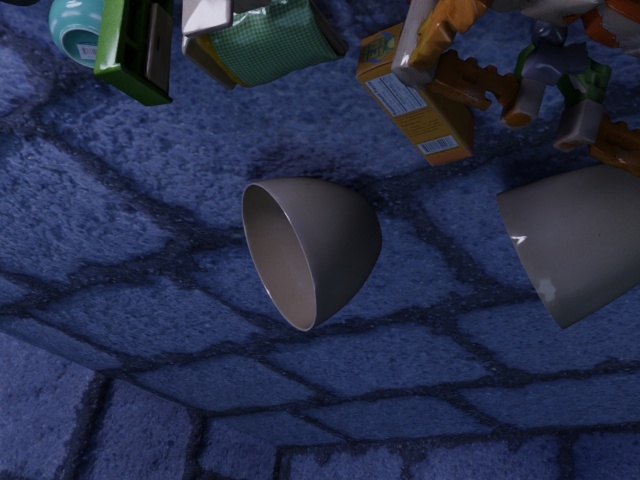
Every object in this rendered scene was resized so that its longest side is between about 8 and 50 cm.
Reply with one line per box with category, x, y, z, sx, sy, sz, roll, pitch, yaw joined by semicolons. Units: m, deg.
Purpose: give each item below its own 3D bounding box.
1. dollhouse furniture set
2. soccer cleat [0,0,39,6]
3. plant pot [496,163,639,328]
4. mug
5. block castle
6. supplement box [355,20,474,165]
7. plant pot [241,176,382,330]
dollhouse furniture set;-0.104;-0.234;0.862;0.198;0.151;0.301;-6;165;24
soccer cleat;-0.503;-0.394;0.838;0.318;0.108;0.116;24;167;-29
plant pot;0.472;-0.026;1.103;0.274;0.256;0.256;-28;137;21
mug;-0.299;-0.303;0.924;0.129;0.097;0.158;32;143;-34
block castle;0.333;-0.243;0.743;0.454;0.212;0.303;20;169;-9
supplement box;0.147;-0.209;0.996;0.080;0.078;0.233;-10;144;34
plant pot;0.000;0.000;1.243;0.191;0.284;0.284;-22;158;-23
